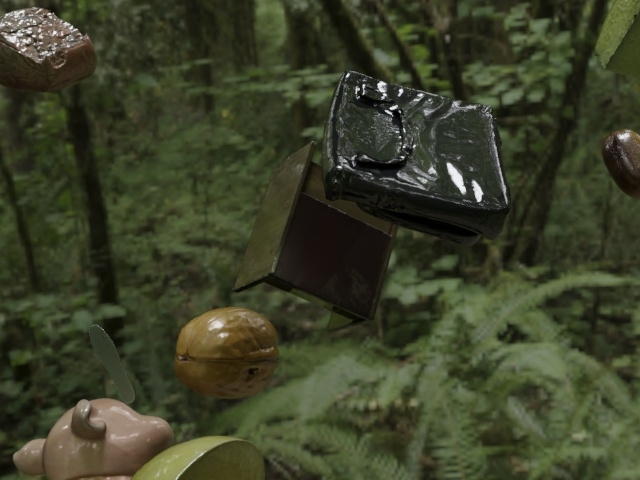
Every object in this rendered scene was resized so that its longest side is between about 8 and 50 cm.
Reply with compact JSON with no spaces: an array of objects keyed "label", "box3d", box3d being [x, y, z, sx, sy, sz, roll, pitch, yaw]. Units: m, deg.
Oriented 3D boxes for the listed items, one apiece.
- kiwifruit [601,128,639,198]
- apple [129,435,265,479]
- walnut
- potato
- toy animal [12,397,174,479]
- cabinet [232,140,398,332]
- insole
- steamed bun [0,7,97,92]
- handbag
[{"label":"kiwifruit","box3d":[0.495,-0.121,1.749,0.075,0.075,0.124,-11,56,-22]},{"label":"apple","box3d":[-0.123,0.382,1.299,0.292,0.292,0.254,5,37,40]},{"label":"walnut","box3d":[-0.140,0.174,1.719,0.180,0.144,0.144,11,-2,-42]},{"label":"potato","box3d":[0.445,-0.279,1.429,0.120,0.149,0.081,16,35,-13]},{"label":"toy animal","box3d":[-0.354,0.406,1.745,0.237,0.269,0.326,-35,13,40]},{"label":"cabinet","box3d":[0.000,0.000,1.631,0.175,0.215,0.148,25,-21,-20]},{"label":"insole","box3d":[-0.357,0.211,1.882,0.053,0.152,0.002,-33,-10,35]},{"label":"steamed bun","box3d":[-0.444,-0.293,1.698,0.175,0.106,0.145,24,29,22]},{"label":"handbag","box3d":[0.120,-0.110,1.427,0.244,0.088,0.275,15,38,-8]}]
